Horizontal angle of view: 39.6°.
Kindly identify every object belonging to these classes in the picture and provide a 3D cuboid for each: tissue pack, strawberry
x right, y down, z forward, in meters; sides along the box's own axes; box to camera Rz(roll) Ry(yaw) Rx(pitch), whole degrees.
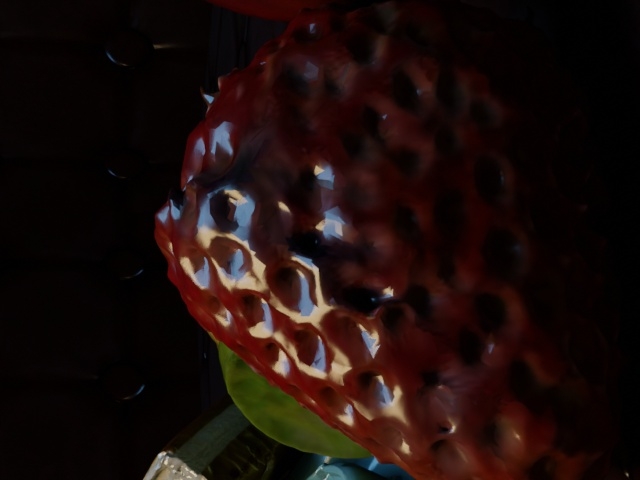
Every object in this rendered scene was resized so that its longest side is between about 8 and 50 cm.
[{"bbox_3d":[-0.084,0.218,0.818,0.226,0.091,0.183,-36,-27,-59],"label":"tissue pack"},{"bbox_3d":[0.016,0.005,0.468,0.150,0.253,0.280,23,-121,-57],"label":"strawberry"}]

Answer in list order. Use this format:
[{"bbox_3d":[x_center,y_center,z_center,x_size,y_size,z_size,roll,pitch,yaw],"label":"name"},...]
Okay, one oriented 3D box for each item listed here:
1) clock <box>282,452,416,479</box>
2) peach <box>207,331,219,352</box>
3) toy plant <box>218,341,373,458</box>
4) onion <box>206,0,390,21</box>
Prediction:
[{"bbox_3d":[0.009,0.265,0.666,0.224,0.094,0.274,-59,10,8],"label":"clock"},{"bbox_3d":[-0.070,0.100,0.976,0.179,0.103,0.179,61,167,23],"label":"peach"},{"bbox_3d":[0.030,0.002,0.721,0.316,0.184,0.224,-80,10,-45],"label":"toy plant"},{"bbox_3d":[-0.005,-0.308,0.512,0.341,0.341,0.342,-179,90,-78],"label":"onion"}]
